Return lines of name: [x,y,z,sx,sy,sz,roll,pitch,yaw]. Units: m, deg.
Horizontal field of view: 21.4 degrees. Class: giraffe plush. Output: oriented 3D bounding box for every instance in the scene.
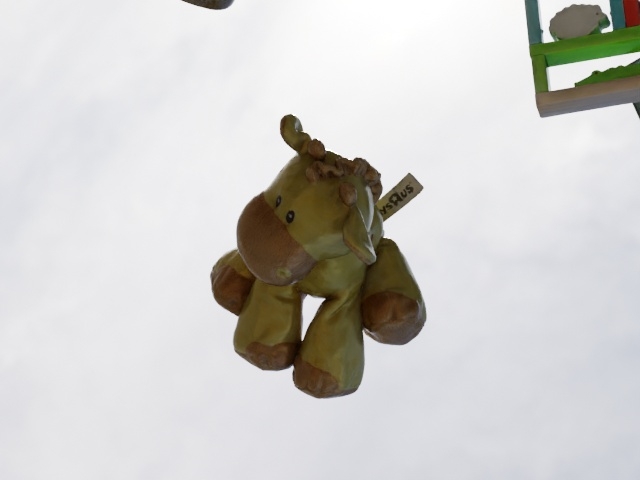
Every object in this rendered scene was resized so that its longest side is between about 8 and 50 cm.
giraffe plush: [0.000,0.000,1.330,0.181,0.170,0.210,29,-102,18]

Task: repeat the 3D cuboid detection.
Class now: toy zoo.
toy zoo: [0.295,-0.269,1.677,0.192,0.030,0.293,-8,-116,14]

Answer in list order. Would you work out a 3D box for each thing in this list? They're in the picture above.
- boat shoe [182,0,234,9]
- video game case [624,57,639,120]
boat shoe: [-0.089,-0.294,1.299,0.089,0.105,0.285,-57,-147,38]
video game case: [0.440,-0.142,1.622,0.274,0.026,0.196,-30,-105,31]
